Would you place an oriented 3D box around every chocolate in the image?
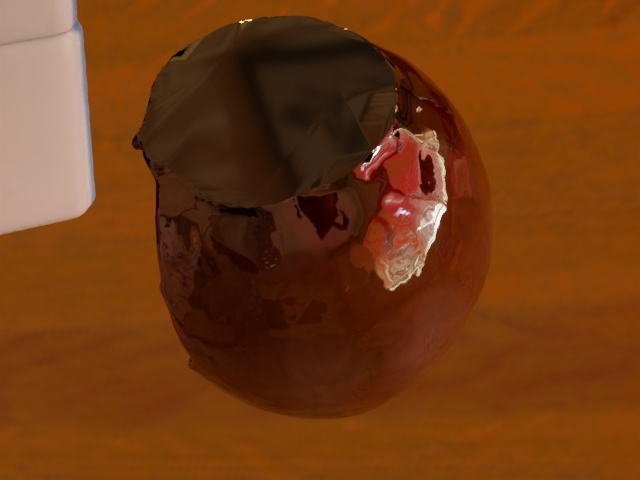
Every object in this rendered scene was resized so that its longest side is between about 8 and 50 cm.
[{"bbox_3d":[0.000,0.000,0.647,0.124,0.133,0.127,-35,51,-3],"label":"chocolate"}]

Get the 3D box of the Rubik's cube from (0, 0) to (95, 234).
[{"bbox_3d":[-0.281,-0.166,0.810,0.291,0.290,0.292,-14,36,-20],"label":"Rubik's cube"}]
